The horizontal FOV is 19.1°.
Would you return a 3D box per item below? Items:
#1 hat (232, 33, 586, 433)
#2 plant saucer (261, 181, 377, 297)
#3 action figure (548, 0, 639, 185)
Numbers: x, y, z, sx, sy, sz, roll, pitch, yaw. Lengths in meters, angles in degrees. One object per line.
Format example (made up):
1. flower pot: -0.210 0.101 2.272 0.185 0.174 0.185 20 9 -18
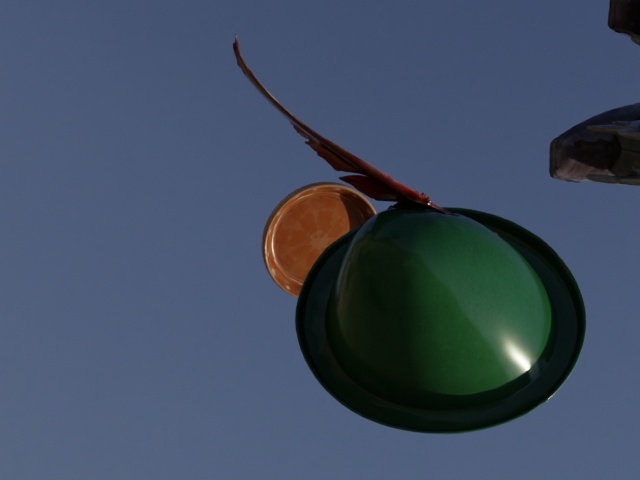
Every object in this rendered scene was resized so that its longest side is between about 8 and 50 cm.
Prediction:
1. hat: 0.060 -0.004 1.126 0.208 0.173 0.183 -4 -38 -1
2. plant saucer: 0.000 0.000 1.278 0.083 0.083 0.013 56 -4 -26
3. action figure: 0.233 -0.043 0.807 0.285 0.099 0.185 20 -77 51
